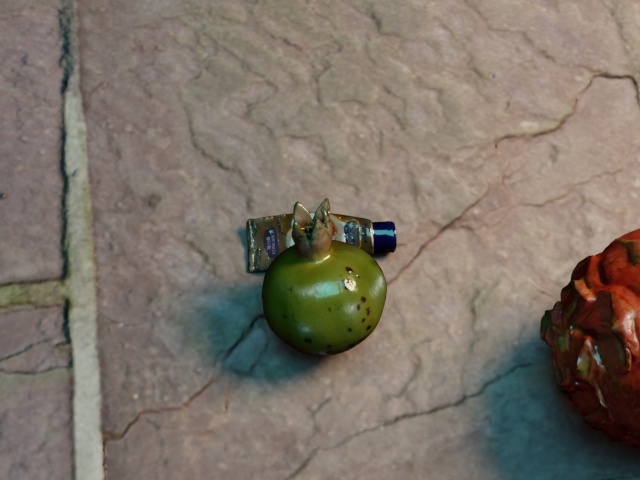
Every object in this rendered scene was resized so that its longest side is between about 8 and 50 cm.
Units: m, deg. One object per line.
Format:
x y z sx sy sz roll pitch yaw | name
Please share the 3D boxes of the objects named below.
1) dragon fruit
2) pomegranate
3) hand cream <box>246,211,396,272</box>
0.346 0.091 1.373 0.252 0.241 0.241 -29 66 -30 | dragon fruit
-0.008 0.040 1.440 0.129 0.129 0.159 -37 106 -17 | pomegranate
0.000 0.000 1.521 0.163 0.039 0.062 -4 79 0 | hand cream
